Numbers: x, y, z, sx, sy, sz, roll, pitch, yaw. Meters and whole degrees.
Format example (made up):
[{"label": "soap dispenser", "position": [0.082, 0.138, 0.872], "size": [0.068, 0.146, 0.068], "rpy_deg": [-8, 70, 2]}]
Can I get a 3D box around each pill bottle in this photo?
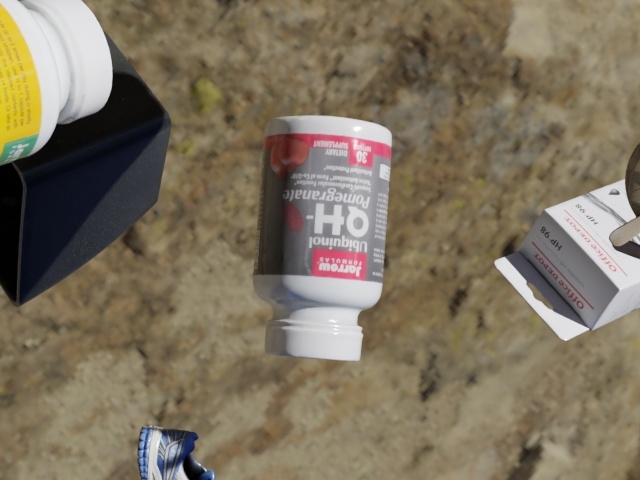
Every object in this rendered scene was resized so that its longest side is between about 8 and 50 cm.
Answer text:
[{"label": "pill bottle", "position": [-0.242, -0.096, 0.868], "size": [0.208, 0.117, 0.117], "rpy_deg": [-24, 144, -40]}, {"label": "pill bottle", "position": [0.000, 0.000, 1.840], "size": [0.176, 0.176, 0.318], "rpy_deg": [11, 82, -59]}]

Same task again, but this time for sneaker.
[{"label": "sneaker", "position": [-0.117, 0.219, 1.155], "size": [0.058, 0.052, 0.135], "rpy_deg": [-6, 113, 5]}]

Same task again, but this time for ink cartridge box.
[{"label": "ink cartridge box", "position": [0.257, 0.014, 1.242], "size": [0.180, 0.104, 0.060], "rpy_deg": [-19, 149, -40]}]

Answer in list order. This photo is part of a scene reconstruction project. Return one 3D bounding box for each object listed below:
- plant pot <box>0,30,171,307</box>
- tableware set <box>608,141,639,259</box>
[{"label": "plant pot", "position": [-0.244, -0.087, 1.239], "size": [0.167, 0.188, 0.187], "rpy_deg": [-25, 152, -30]}, {"label": "tableware set", "position": [0.283, -0.012, 0.855], "size": [0.039, 0.194, 0.128], "rpy_deg": [-37, 144, -60]}]
